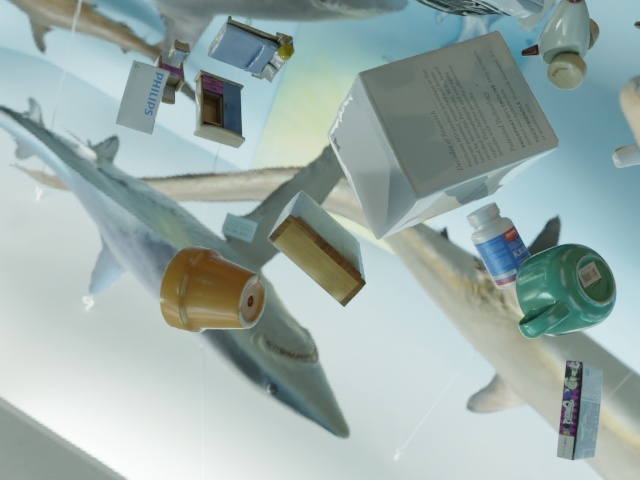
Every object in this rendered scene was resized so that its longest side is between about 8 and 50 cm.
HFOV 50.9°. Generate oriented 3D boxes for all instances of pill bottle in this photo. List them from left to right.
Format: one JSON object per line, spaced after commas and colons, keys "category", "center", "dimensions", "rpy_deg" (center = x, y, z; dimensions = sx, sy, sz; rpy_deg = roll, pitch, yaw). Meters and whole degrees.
{"category": "pill bottle", "center": [0.494, 0.012, 1.861], "dimensions": [0.124, 0.124, 0.221], "rpy_deg": [-34, -84, -52]}

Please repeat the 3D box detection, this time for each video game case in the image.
{"category": "video game case", "center": [0.592, 0.387, 1.528], "dimensions": [0.042, 0.210, 0.232], "rpy_deg": [3, 168, 33]}

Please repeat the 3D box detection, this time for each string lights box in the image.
{"category": "string lights box", "center": [-0.379, -0.308, 1.429], "dimensions": [0.077, 0.133, 0.260], "rpy_deg": [16, -172, -19]}

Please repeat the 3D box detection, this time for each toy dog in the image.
{"category": "toy dog", "center": [0.501, -0.495, 1.464], "dimensions": [0.161, 0.333, 0.220], "rpy_deg": [9, -143, 33]}

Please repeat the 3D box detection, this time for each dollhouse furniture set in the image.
{"category": "dollhouse furniture set", "center": [-0.249, -0.429, 1.750], "dimensions": [0.287, 0.303, 0.198], "rpy_deg": [13, -124, -32]}

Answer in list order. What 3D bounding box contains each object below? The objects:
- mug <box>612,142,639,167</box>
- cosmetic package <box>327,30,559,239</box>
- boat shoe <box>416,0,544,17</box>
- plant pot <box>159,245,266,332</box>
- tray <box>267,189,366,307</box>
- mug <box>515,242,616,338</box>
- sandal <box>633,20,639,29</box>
{"category": "mug", "center": [0.858, -0.234, 1.894], "dimensions": [0.078, 0.064, 0.062], "rpy_deg": [-17, -93, -75]}
{"category": "cosmetic package", "center": [0.281, -0.250, 1.657], "dimensions": [0.394, 0.329, 0.327], "rpy_deg": [-21, -100, -17]}
{"category": "boat shoe", "center": [0.274, -0.455, 1.185], "dimensions": [0.335, 0.119, 0.121], "rpy_deg": [-4, -92, -44]}
{"category": "plant pot", "center": [-0.238, 0.127, 1.578], "dimensions": [0.188, 0.205, 0.205], "rpy_deg": [10, -152, 24]}
{"category": "tray", "center": [0.000, 0.000, 1.500], "dimensions": [0.203, 0.076, 0.411], "rpy_deg": [42, -170, -6]}
{"category": "mug", "center": [0.367, 0.081, 0.990], "dimensions": [0.130, 0.097, 0.157], "rpy_deg": [23, -117, -18]}
{"category": "sandal", "center": [0.973, -0.598, 1.830], "dimensions": [0.090, 0.060, 0.219], "rpy_deg": [5, -176, -44]}
